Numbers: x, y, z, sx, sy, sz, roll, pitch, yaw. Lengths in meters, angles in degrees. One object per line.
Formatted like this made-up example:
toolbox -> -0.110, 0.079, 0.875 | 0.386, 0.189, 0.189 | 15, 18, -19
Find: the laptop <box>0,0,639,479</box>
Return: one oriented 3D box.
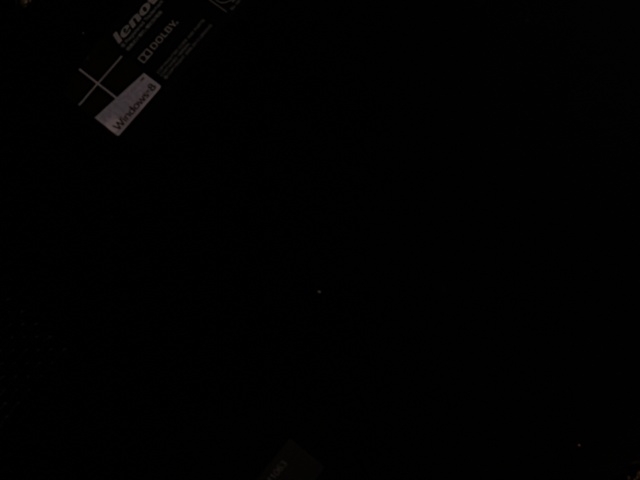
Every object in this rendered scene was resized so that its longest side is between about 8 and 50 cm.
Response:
laptop -> 0.003, -0.062, 0.542 | 0.408, 0.382, 0.236 | 38, -5, 22
